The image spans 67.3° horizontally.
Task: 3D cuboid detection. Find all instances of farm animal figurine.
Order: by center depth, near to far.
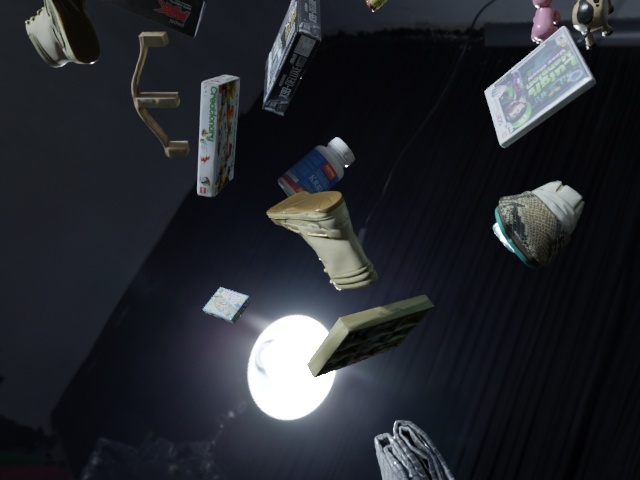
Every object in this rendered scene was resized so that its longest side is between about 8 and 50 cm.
[{"bbox_3d":[0.488,-0.577,0.950,0.172,0.327,0.330,17,-154,-48],"label":"farm animal figurine"}]

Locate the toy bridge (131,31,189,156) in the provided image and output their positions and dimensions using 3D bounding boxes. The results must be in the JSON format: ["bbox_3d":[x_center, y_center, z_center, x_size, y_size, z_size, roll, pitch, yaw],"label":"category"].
[{"bbox_3d":[-0.241,-0.207,0.710,0.063,0.026,0.188,-1,128,-2],"label":"toy bridge"}]

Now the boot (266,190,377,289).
[{"bbox_3d":[0.000,0.000,1.010,0.261,0.095,0.204,4,128,56],"label":"boot"}]

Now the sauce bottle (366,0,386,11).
[{"bbox_3d":[0.174,-0.642,1.224,0.042,0.042,0.128,35,134,-30],"label":"sauce bottle"}]

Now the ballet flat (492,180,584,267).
[{"bbox_3d":[0.484,-0.051,1.072,0.164,0.182,0.482,54,-164,10],"label":"ballet flat"}]

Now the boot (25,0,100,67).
[{"bbox_3d":[-0.505,-0.441,0.910,0.165,0.077,0.214,11,119,39],"label":"boot"}]

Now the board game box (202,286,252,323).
[{"bbox_3d":[-0.323,0.223,1.663,0.154,0.103,0.026,11,143,39],"label":"board game box"}]

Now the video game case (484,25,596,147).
[{"bbox_3d":[0.415,-0.297,0.936,0.022,0.173,0.190,25,137,-28],"label":"video game case"}]

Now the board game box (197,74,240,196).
[{"bbox_3d":[-0.286,-0.297,1.354,0.053,0.306,0.193,10,-155,3],"label":"board game box"}]

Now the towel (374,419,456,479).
[{"bbox_3d":[0.239,0.554,1.020,0.284,0.121,0.235,48,158,45],"label":"towel"}]

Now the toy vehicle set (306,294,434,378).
[{"bbox_3d":[0.111,0.203,1.042,0.266,0.166,0.035,-8,-129,-39],"label":"toy vehicle set"}]

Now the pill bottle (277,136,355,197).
[{"bbox_3d":[-0.008,-0.205,1.442,0.124,0.221,0.124,48,176,5],"label":"pill bottle"}]

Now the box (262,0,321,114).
[{"bbox_3d":[-0.093,-0.592,1.511,0.076,0.243,0.307,13,145,-21],"label":"box"}]

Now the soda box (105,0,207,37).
[{"bbox_3d":[-0.243,-0.345,0.656,0.168,0.053,0.060,17,132,-17],"label":"soda box"}]
